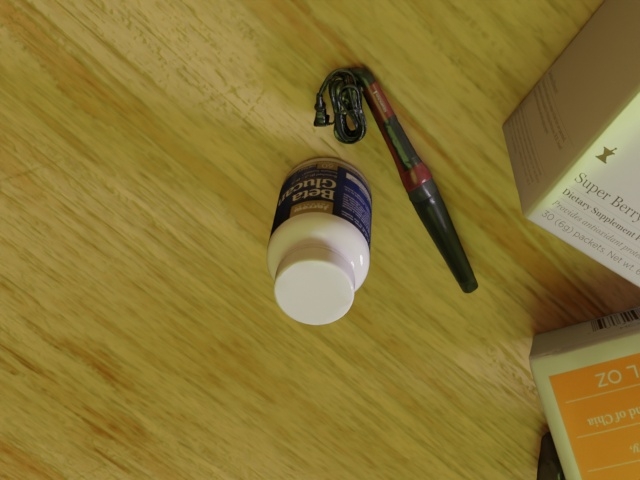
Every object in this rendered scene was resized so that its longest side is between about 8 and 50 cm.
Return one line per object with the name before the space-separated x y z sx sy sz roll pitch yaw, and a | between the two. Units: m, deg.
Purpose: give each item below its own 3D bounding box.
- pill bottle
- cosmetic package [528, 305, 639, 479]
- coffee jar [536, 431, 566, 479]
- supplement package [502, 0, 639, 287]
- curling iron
pill bottle | 0.000 0.000 0.799 0.094 0.169 0.094 2 122 3
cosmetic package | 0.380 0.289 0.836 0.230 0.161 0.453 -19 88 15
coffee jar | 0.345 0.269 0.995 0.184 0.079 0.096 -1 122 6
supplement package | 0.312 -0.123 0.692 0.177 0.175 0.293 29 120 -12
curling iron | 0.082 -0.054 0.839 0.068 0.035 0.274 -27 116 24
